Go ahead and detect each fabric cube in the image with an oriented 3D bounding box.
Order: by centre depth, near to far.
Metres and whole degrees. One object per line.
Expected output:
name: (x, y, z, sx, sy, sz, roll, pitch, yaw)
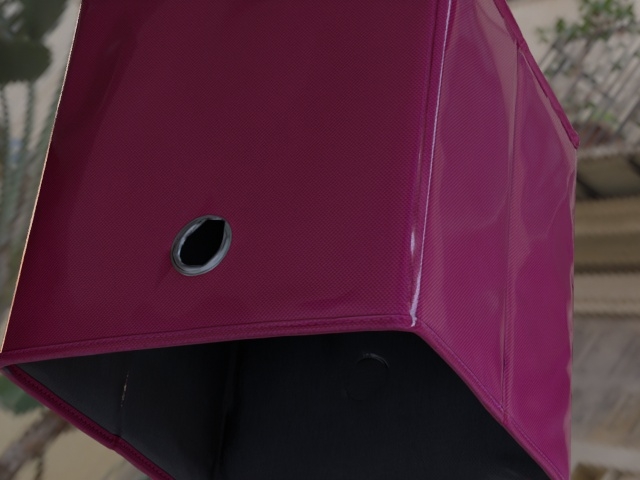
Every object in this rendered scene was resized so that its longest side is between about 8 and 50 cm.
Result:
fabric cube: (0.000, 0.000, 0.958, 0.254, 0.258, 0.259, -6, -30, 25)
